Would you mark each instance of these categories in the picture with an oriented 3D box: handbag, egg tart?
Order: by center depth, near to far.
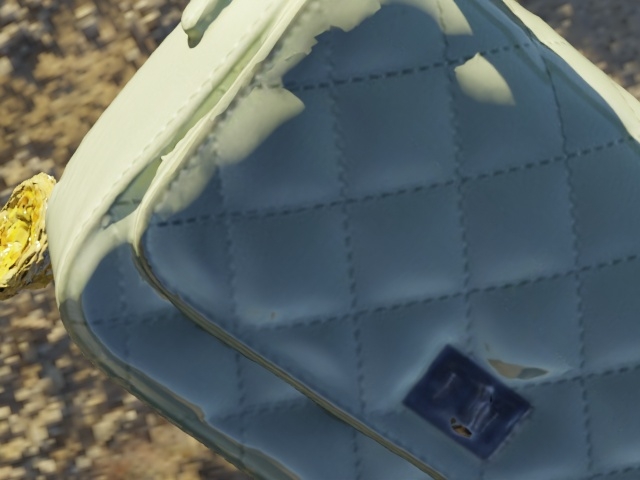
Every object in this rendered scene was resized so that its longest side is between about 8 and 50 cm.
[{"bbox_3d":[0.067,-0.004,0.562,0.256,0.219,0.079,36,14,-23],"label":"handbag"},{"bbox_3d":[-0.262,0.000,1.759,0.049,0.129,0.128,25,62,-28],"label":"egg tart"}]
